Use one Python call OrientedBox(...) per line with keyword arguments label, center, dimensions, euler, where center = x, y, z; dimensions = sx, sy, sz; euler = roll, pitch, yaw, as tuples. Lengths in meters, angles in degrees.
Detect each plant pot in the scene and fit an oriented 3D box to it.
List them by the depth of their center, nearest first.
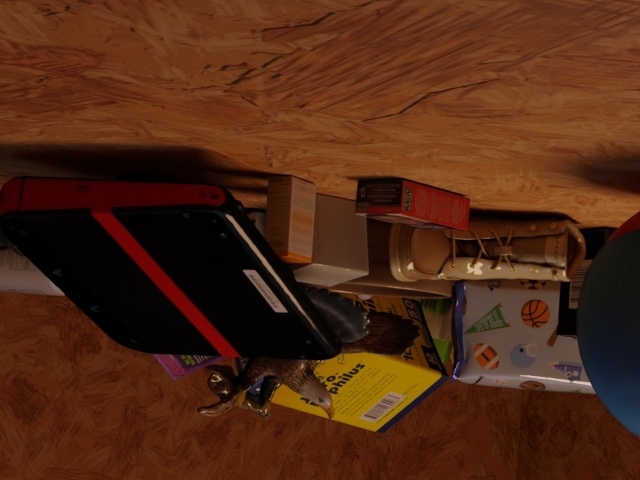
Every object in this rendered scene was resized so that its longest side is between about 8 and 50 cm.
OrientedBox(label="plant pot", center=(0.076, 0.020, 1.916), dimensions=(0.237, 0.110, 0.237), euler=(5, 173, 1))

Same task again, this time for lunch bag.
OrientedBox(label="lunch bag", center=(0.414, 0.165, 2.528), dimensions=(0.327, 0.239, 0.385), euler=(5, -173, 6))

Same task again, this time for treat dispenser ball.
OrientedBox(label="treat dispenser ball", center=(0.416, 0.089, 1.395), dimensions=(0.288, 0.288, 0.288), euler=(5, 174, 0))

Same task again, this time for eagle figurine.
OrientedBox(label="eagle figurine", center=(-0.023, 0.166, 2.022), dimensions=(0.225, 0.298, 0.226), euler=(42, -163, -14))

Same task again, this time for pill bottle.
OrientedBox(label="pill bottle", center=(-0.511, 0.037, 2.472), dimensions=(0.229, 0.131, 0.131), euler=(3, 174, 17))

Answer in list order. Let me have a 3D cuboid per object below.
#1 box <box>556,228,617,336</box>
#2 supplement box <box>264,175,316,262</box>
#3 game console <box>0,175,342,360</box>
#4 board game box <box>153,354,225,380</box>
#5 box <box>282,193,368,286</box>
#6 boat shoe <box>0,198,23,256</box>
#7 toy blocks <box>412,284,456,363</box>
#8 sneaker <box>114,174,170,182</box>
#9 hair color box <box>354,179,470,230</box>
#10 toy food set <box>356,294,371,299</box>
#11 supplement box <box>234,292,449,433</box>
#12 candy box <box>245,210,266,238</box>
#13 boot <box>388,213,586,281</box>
OrientedBox(label="box", center=(0.453, 0.071, 1.881), dimensions=(0.207, 0.153, 0.108), euler=(8, 174, -24))
OrientedBox(label="supplement box", center=(-0.037, -0.025, 1.602), dimensions=(0.036, 0.098, 0.062), euler=(-1, 171, 28))
OrientedBox(label="game console", center=(-0.186, 0.040, 1.650), dimensions=(0.342, 0.060, 0.386), euler=(-1, 149, 24))
OrientedBox(label="board game box", center=(-0.241, 0.122, 2.403), dimensions=(0.208, 0.056, 0.347), euler=(-27, 144, -1))
OrientedBox(label="box", center=(0.000, 0.000, 1.754), dimensions=(0.102, 0.101, 0.087), euler=(10, 161, -38))
OrientedBox(label="boat shoe", center=(-0.456, -0.020, 2.047), dimensions=(0.114, 0.091, 0.302), euler=(10, 173, -42))
OrientedBox(label="toy blocks", center=(0.181, 0.141, 2.878), dimensions=(0.261, 0.191, 0.381), euler=(15, 178, 20))
OrientedBox(label="sneaker", center=(-0.218, -0.012, 1.793), dimensions=(0.112, 0.121, 0.299), euler=(3, 174, -4))
OrientedBox(label="hair color box", center=(0.112, -0.041, 1.592), dimensions=(0.072, 0.043, 0.141), euler=(1, 173, 41))
OrientedBox(label="toy food set", center=(-0.014, 0.074, 2.156), dimensions=(0.306, 0.092, 0.220), euler=(-8, -171, 3))
OrientedBox(label="supplement box", center=(0.027, 0.191, 2.410), dimensions=(0.356, 0.194, 0.195), euler=(21, 126, -39))
OrientedBox(label="candy box", center=(-0.115, -0.001, 2.050), dimensions=(0.196, 0.070, 0.165), euler=(0, 173, 42))
OrientedBox(label="boot", center=(0.221, 0.012, 1.731), dimensions=(0.203, 0.095, 0.262), euler=(3, -179, 30))
